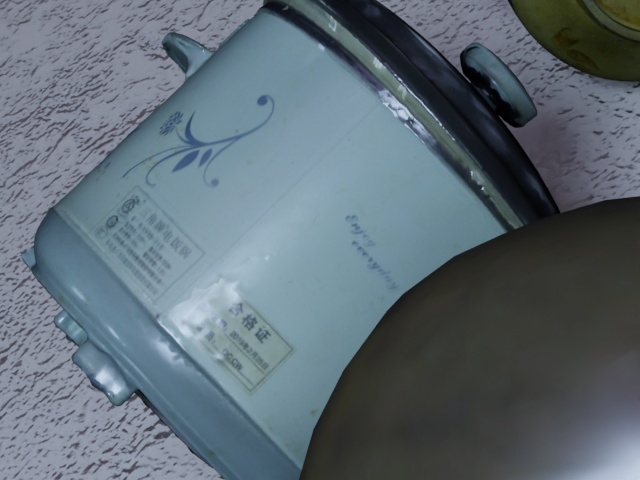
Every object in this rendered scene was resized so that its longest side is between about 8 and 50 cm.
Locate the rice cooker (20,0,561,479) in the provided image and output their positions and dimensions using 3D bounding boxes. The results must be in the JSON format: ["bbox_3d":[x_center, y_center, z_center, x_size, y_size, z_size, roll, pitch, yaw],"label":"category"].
[{"bbox_3d":[0.000,0.000,1.067,0.316,0.264,0.317,-4,71,11],"label":"rice cooker"}]

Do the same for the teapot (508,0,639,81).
[{"bbox_3d":[0.210,-0.195,1.209,0.269,0.173,0.182,-8,11,-5],"label":"teapot"}]

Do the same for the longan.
[{"bbox_3d":[0.158,0.172,0.715,0.336,0.404,0.404,-24,41,-10],"label":"longan"}]
